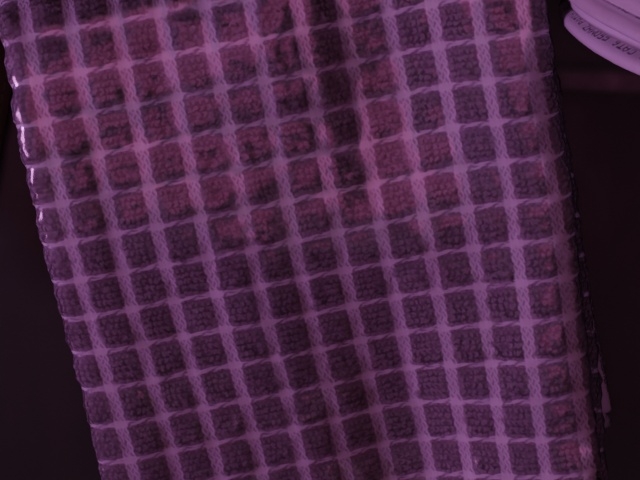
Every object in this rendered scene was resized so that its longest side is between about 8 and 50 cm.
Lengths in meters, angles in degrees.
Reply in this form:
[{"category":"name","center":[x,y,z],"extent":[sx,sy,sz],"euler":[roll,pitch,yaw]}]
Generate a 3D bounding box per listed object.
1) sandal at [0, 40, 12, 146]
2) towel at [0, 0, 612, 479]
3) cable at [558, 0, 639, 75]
[{"category":"sandal","center":[-0.192,-0.060,0.851],"extent":[0.079,0.088,0.240],"euler":[23,91,27]},{"category":"towel","center":[0.000,0.000,0.812],"extent":[0.235,0.121,0.284],"euler":[-11,106,2]},{"category":"cable","center":[0.220,-0.088,0.747],"extent":[0.257,0.257,0.089],"euler":[18,104,-8]}]
